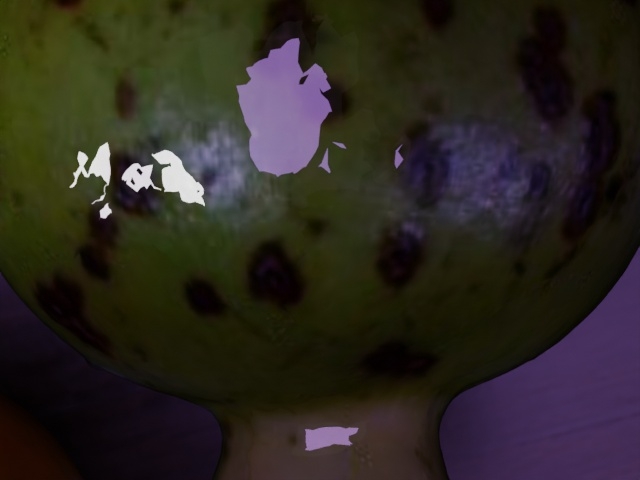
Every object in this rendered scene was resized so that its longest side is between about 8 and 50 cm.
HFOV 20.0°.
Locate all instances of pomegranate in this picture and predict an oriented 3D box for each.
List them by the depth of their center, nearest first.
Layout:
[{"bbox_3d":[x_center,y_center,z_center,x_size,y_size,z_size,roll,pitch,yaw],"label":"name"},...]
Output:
[{"bbox_3d":[-0.016,-0.007,0.599,0.242,0.242,0.306,22,74,3],"label":"pomegranate"}]

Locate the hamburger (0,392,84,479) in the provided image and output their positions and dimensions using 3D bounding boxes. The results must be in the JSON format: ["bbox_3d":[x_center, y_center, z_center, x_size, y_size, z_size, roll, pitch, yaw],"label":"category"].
[{"bbox_3d":[-0.234,0.185,0.563,0.396,0.396,0.277,-7,106,6],"label":"hamburger"}]
